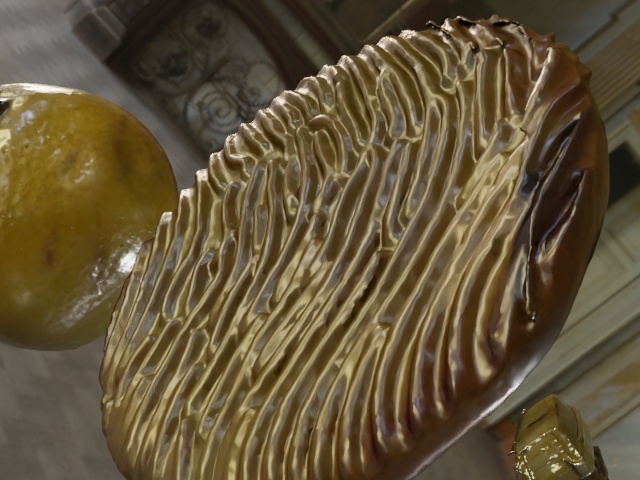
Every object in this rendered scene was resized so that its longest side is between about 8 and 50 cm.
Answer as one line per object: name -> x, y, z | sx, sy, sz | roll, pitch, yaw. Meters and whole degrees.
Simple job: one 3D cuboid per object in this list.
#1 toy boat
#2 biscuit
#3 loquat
toy boat -> 0.222, 0.198, 0.811 | 0.088, 0.068, 0.226 | 53, 12, 8
biscuit -> 0.000, 0.000, 0.472 | 0.040, 0.318, 0.318 | 45, 11, -32
loquat -> -0.222, -0.033, 0.691 | 0.213, 0.213, 0.246 | -120, -172, -45
